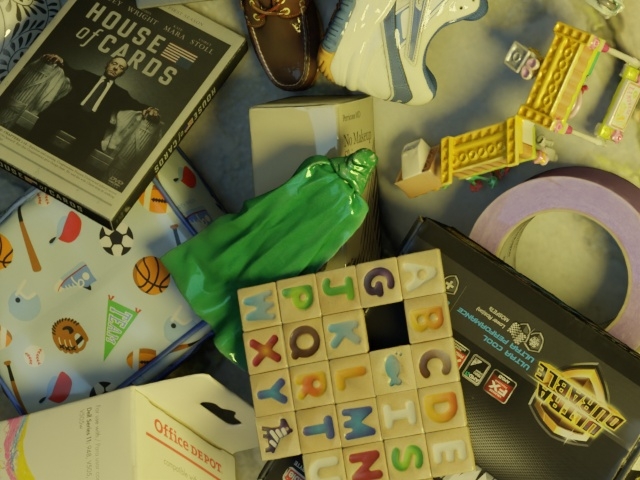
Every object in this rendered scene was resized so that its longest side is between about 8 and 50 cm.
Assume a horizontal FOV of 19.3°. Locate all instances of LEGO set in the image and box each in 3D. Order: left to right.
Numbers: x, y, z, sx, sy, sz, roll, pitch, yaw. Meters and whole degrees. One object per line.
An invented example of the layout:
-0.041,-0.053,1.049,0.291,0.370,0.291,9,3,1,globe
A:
0.202,-0.114,1.744,0.287,0.107,0.132,-51,46,24,LEGO set

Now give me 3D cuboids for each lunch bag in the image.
-0.223,0.051,1.899,0.303,0.115,0.243,-38,87,20,lunch bag

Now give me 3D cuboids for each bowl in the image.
-0.355,-0.219,1.918,0.170,0.080,0.170,3,100,18,bowl

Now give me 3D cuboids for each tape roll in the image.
0.232,0.028,1.747,0.189,0.080,0.189,4,100,20,tape roll

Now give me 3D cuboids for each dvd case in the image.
-0.208,-0.144,1.826,0.179,0.029,0.238,29,67,13,dvd case

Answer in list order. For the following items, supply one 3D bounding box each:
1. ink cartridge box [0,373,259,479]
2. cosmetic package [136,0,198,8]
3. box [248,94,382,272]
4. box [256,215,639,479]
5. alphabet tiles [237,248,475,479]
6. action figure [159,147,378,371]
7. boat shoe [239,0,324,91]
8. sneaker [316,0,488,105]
-0.220,0.253,1.867,0.353,0.207,0.119,-17,58,22,ink cartridge box
-0.104,-0.280,1.742,0.231,0.085,0.117,10,109,63,cosmetic package
0.000,0.000,1.810,0.094,0.113,0.275,0,100,20,box
0.133,0.176,1.667,0.295,0.073,0.293,36,97,28,box
0.031,0.141,1.664,0.198,0.009,0.237,-12,80,21,alphabet tiles
-0.029,-0.004,1.726,0.232,0.063,0.137,-43,81,25,action figure
-0.048,-0.243,1.808,0.073,0.073,0.207,-10,97,18,boat shoe
0.107,-0.267,1.745,0.131,0.112,0.296,23,108,-3,sneaker
